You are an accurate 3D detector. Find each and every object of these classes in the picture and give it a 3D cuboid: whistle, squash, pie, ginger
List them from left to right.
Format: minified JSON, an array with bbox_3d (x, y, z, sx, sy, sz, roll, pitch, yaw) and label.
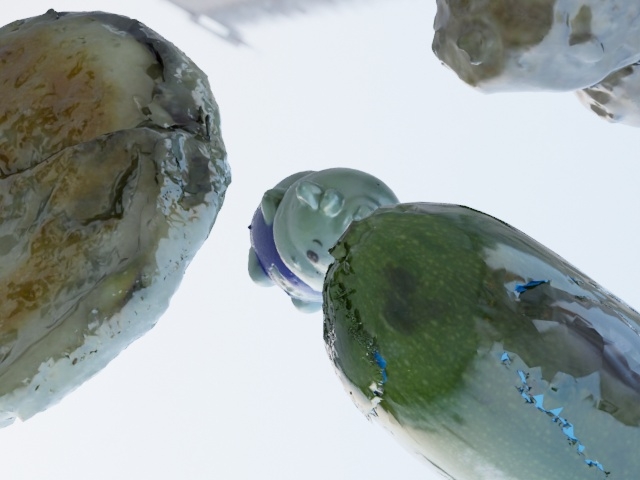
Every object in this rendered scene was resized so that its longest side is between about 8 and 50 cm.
[{"bbox_3d":[-0.199,-0.010,1.220,0.339,0.077,0.339,-19,-132,23],"label":"pie"},{"bbox_3d":[0.000,0.000,1.372,0.092,0.110,0.244,-62,-168,-14],"label":"whistle"},{"bbox_3d":[0.212,-0.244,1.397,0.176,0.256,0.375,-128,-144,-46],"label":"ginger"},{"bbox_3d":[0.134,0.088,0.619,0.087,0.331,0.087,-45,-152,31],"label":"squash"}]
